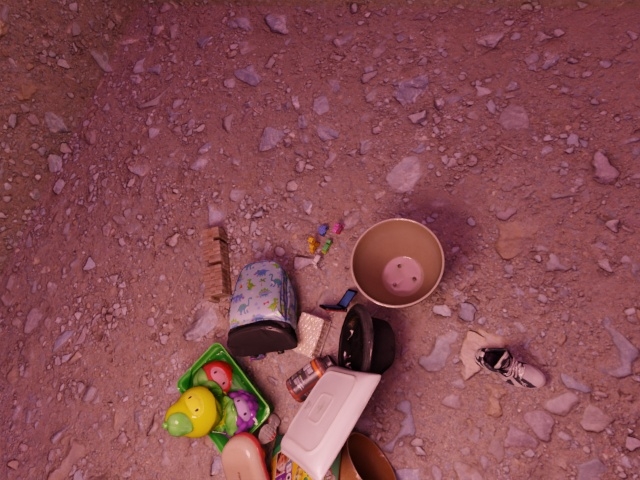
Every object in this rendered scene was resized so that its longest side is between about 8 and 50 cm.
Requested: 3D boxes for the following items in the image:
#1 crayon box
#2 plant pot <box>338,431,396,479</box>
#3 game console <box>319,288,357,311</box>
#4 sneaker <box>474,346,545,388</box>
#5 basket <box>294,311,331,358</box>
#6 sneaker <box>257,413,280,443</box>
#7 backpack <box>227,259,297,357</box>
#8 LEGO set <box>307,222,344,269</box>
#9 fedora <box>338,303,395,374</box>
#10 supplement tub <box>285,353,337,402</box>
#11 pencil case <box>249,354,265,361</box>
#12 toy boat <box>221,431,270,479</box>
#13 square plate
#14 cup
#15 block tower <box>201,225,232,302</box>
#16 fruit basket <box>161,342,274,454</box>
[{"bbox_3d":[-0.073,0.839,1.382,0.313,0.106,0.363,-37,36,49],"label":"crayon box"},{"bbox_3d":[0.091,0.835,1.423,0.254,0.237,0.237,-47,64,14],"label":"plant pot"},{"bbox_3d":[0.068,0.234,1.659,0.124,0.144,0.085,5,86,-11],"label":"game console"},{"bbox_3d":[0.640,0.427,1.411,0.235,0.153,0.094,28,83,24],"label":"sneaker"},{"bbox_3d":[-0.043,0.378,1.674,0.113,0.103,0.167,15,76,21],"label":"basket"},{"bbox_3d":[-0.204,0.725,1.586,0.065,0.158,0.061,-44,85,17],"label":"sneaker"},{"bbox_3d":[-0.225,0.253,1.690,0.290,0.273,0.355,-11,31,18],"label":"backpack"},{"bbox_3d":[0.000,0.000,1.800,0.087,0.093,0.227,28,82,24],"label":"LEGO set"},{"bbox_3d":[0.179,0.401,1.536,0.152,0.334,0.334,6,70,-15],"label":"fedora"},{"bbox_3d":[-0.029,0.526,1.616,0.198,0.106,0.106,-37,65,2],"label":"supplement tub"},{"bbox_3d":[-0.276,0.424,1.753,0.070,0.064,0.151,-17,67,7],"label":"pencil case"},{"bbox_3d":[-0.244,0.778,1.467,0.151,0.151,0.231,-12,96,20],"label":"toy boat"},{"bbox_3d":[0.012,0.557,1.355,0.049,0.344,0.347,42,66,-11],"label":"square plate"},{"bbox_3d":[0.301,0.109,1.587,0.331,0.237,0.331,-6,70,16],"label":"cup"},{"bbox_3d":[-0.474,0.110,1.914,0.097,0.091,0.335,-13,68,14],"label":"block tower"},{"bbox_3d":[-0.395,0.600,1.565,0.283,0.392,0.392,-46,65,-2],"label":"fruit basket"}]
